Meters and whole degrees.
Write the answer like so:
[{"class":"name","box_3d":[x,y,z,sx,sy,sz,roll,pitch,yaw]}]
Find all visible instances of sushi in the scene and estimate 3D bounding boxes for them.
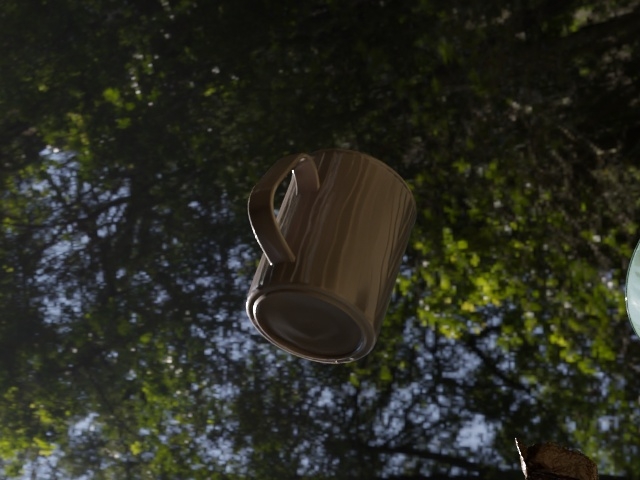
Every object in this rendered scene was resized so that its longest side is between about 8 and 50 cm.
[{"class":"sushi","box_3d":[0.311,0.295,1.165,0.052,0.120,0.055,93,-171,-50]}]

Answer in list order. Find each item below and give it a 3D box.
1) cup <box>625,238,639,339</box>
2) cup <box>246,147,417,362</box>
[{"class":"cup","box_3d":[0.617,0.066,1.159,0.310,0.392,0.401,-23,-69,-3]},{"class":"cup","box_3d":[0.018,0.004,1.339,0.288,0.208,0.273,86,-160,-51]}]
